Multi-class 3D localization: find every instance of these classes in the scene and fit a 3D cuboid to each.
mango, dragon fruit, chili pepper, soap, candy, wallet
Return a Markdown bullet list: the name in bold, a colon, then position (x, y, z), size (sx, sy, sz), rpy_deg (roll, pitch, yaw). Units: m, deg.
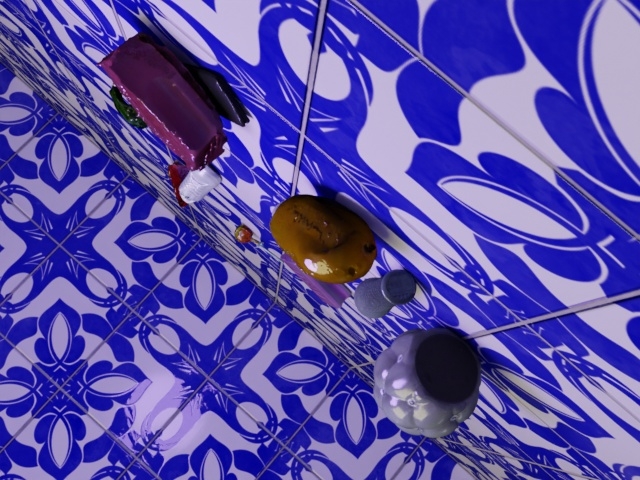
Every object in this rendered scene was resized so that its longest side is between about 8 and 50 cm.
- **mango**: position (0.000, 0.000, 1.451), size (0.249, 0.156, 0.151), rpy_deg (28, 143, 33)
- **dragon fruit**: position (-0.418, -0.189, 2.355), size (0.102, 0.096, 0.147), rpy_deg (-17, 90, 65)
- **chili pepper**: position (-0.528, -0.369, 2.081), size (0.122, 0.065, 0.279), rpy_deg (44, 173, -30)
- **soap**: position (-0.013, 0.101, 2.120), size (0.203, 0.065, 0.122), rpy_deg (46, 168, -22)
- **candy**: position (-0.206, 0.018, 2.506), size (0.201, 0.060, 0.060), rpy_deg (34, 168, 1)
- **wallet**: position (-0.238, -0.304, 1.473), size (0.244, 0.025, 0.124), rpy_deg (33, 163, 44)
- **soap**: position (-0.298, -0.270, 1.467), size (0.289, 0.112, 0.182), rpy_deg (51, 168, -23)

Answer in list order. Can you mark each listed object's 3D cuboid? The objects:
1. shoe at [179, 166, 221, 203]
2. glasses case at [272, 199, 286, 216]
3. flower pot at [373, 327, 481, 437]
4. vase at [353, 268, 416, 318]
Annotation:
- **shoe**: position (-0.363, -0.164, 2.188), size (0.095, 0.110, 0.265), rpy_deg (43, 171, -3)
- **glasses case**: position (-0.044, -0.027, 1.758), size (0.164, 0.063, 0.041), rpy_deg (44, 168, -7)
- **flower pot**: position (0.236, 0.316, 1.655), size (0.246, 0.246, 0.195), rpy_deg (41, 144, 3)
- **vase**: position (0.142, 0.113, 1.609), size (0.096, 0.096, 0.219), rpy_deg (42, 165, 0)
